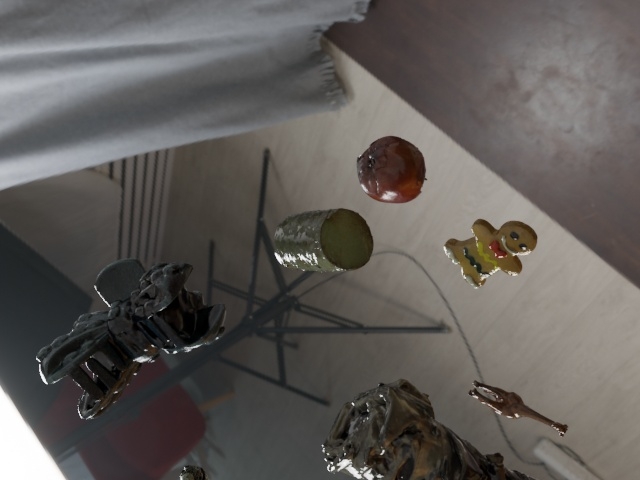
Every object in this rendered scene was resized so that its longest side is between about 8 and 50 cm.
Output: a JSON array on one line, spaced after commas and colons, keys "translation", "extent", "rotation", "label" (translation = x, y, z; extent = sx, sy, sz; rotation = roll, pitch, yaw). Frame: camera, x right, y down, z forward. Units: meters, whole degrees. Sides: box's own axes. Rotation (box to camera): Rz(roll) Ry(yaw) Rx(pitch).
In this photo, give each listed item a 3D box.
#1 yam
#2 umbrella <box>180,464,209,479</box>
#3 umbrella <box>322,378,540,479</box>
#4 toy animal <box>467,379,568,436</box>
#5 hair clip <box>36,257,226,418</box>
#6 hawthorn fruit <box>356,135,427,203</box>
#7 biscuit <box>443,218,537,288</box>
[{"translation": [0.000, 0.000, 1.681], "extent": [0.268, 0.161, 0.161], "rotation": [-3, 112, 57], "label": "yam"}, {"translation": [-0.278, 0.530, 1.466], "extent": [0.062, 0.067, 0.143], "rotation": [26, 161, 14], "label": "umbrella"}, {"translation": [0.164, 0.258, 0.654], "extent": [0.358, 0.106, 0.113], "rotation": [33, 128, -21], "label": "umbrella"}, {"translation": [0.493, 0.420, 1.683], "extent": [0.230, 0.066, 0.224], "rotation": [27, 172, 12], "label": "toy animal"}, {"translation": [-0.308, 0.152, 1.127], "extent": [0.194, 0.310, 0.206], "rotation": [55, -173, -24], "label": "hair clip"}, {"translation": [0.165, -0.144, 1.421], "extent": [0.148, 0.172, 0.148], "rotation": [-28, 53, 45], "label": "hawthorn fruit"}, {"translation": [0.390, 0.026, 1.526], "extent": [0.158, 0.035, 0.240], "rotation": [47, 142, -5], "label": "biscuit"}]
